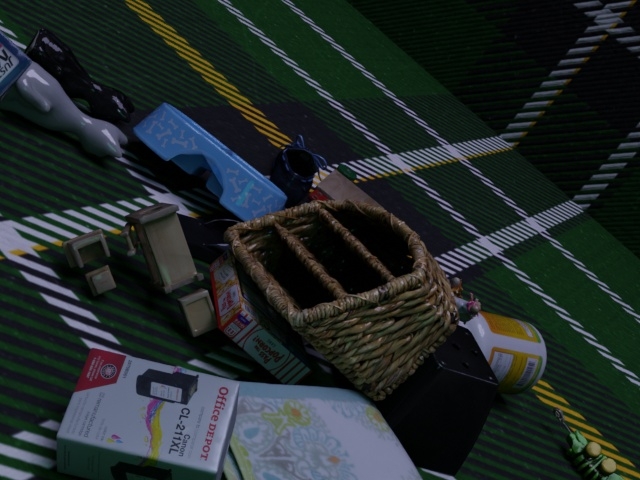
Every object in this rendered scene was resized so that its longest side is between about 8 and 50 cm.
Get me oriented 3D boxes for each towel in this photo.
[{"bbox_3d":[0.003,0.322,1.317,0.374,0.090,0.321,11,37,-44],"label":"towel"}]

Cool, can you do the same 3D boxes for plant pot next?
[{"bbox_3d":[0.155,0.215,1.612,0.188,0.167,0.187,20,29,-32],"label":"plant pot"}]

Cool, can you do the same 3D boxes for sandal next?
[{"bbox_3d":[-0.156,0.000,1.705,0.254,0.054,0.097,17,31,-39],"label":"sandal"}]

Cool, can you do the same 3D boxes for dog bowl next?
[{"bbox_3d":[-0.181,-0.126,1.813,0.297,0.074,0.166,39,4,2],"label":"dog bowl"}]

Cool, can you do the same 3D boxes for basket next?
[{"bbox_3d":[0.038,0.039,1.529,0.223,0.213,0.299,45,2,-33],"label":"basket"}]

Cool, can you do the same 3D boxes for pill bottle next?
[{"bbox_3d":[0.268,0.189,1.847,0.245,0.136,0.136,15,32,-41],"label":"pill bottle"}]

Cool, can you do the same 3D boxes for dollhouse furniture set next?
[{"bbox_3d":[-0.255,0.059,1.485,0.101,0.160,0.182,11,-60,67],"label":"dollhouse furniture set"}]

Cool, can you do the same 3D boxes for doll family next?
[{"bbox_3d":[0.144,0.081,1.721,0.163,0.263,0.118,17,68,-44],"label":"doll family"}]

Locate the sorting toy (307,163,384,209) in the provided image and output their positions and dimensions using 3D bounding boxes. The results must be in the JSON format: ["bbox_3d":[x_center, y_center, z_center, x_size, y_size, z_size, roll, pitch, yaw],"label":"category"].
[{"bbox_3d":[0.048,-0.067,2.116,0.132,0.046,0.274,38,23,2],"label":"sorting toy"}]

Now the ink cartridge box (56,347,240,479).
[{"bbox_3d":[-0.186,0.203,1.170,0.175,0.072,0.127,13,45,-1],"label":"ink cartridge box"}]

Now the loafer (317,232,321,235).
[{"bbox_3d":[0.000,0.000,1.911,0.062,0.061,0.170,32,24,-10],"label":"loafer"}]

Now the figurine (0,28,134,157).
[{"bbox_3d":[-0.402,-0.229,1.749,0.209,0.092,0.215,32,25,-22],"label":"figurine"}]

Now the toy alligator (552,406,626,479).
[{"bbox_3d":[0.464,0.380,1.888,0.051,0.056,0.190,-33,66,-22],"label":"toy alligator"}]

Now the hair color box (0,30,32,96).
[{"bbox_3d":[-0.572,-0.324,1.475,0.347,0.105,0.174,45,-14,-17],"label":"hair color box"}]

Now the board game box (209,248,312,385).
[{"bbox_3d":[-0.089,0.110,1.535,0.147,0.045,0.193,44,11,-23],"label":"board game box"}]

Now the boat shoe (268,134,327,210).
[{"bbox_3d":[-0.036,-0.136,2.071,0.109,0.089,0.258,32,24,-13],"label":"boat shoe"}]
